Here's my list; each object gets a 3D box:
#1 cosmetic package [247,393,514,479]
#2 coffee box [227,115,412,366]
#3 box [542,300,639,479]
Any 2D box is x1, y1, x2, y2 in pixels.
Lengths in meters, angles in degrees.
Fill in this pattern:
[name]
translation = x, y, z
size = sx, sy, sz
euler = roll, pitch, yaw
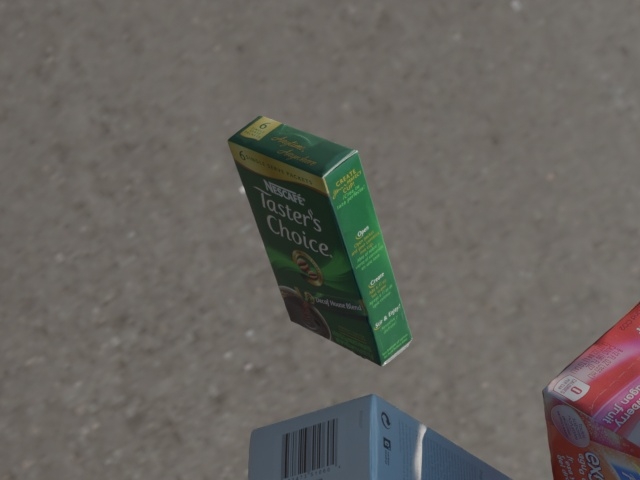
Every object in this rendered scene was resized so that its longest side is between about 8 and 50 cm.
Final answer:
[cosmetic package]
translation = 0.057, 0.202, 1.453
size = 0.231, 0.117, 0.085
euler = 35, 46, -43
[coffee box]
translation = 0.000, 0.000, 1.459
size = 0.040, 0.113, 0.184
euler = -38, 131, -27
[box]
translation = 0.324, 0.107, 1.455
size = 0.300, 0.154, 0.142
euler = -38, 137, -27
